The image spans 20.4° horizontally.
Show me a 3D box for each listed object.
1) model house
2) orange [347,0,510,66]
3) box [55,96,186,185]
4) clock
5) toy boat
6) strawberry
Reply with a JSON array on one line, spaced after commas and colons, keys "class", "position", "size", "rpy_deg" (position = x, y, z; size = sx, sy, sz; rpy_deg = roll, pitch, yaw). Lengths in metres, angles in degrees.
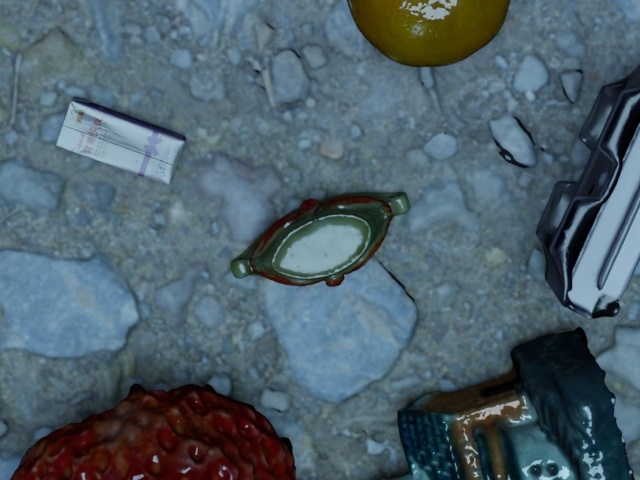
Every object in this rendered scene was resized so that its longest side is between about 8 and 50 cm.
[{"class": "model house", "position": [0.159, 0.250, 1.697], "size": [0.291, 0.184, 0.253], "rpy_deg": [-15, 103, 4]}, {"class": "orange", "position": [0.101, -0.237, 1.640], "size": [0.156, 0.124, 0.156], "rpy_deg": [-1, 102, -5]}, {"class": "box", "position": [-0.189, -0.095, 1.692], "size": [0.117, 0.036, 0.050], "rpy_deg": [21, 97, -5]}, {"class": "clock", "position": [0.275, -0.056, 1.646], "size": [0.083, 0.186, 0.253], "rpy_deg": [24, 96, -1]}, {"class": "toy boat", "position": [0.001, 0.000, 1.698], "size": [0.185, 0.071, 0.089], "rpy_deg": [-21, 101, 1]}, {"class": "strawberry", "position": [-0.156, 0.280, 1.619], "size": [0.292, 0.310, 0.291], "rpy_deg": [0, 102, 1]}]
